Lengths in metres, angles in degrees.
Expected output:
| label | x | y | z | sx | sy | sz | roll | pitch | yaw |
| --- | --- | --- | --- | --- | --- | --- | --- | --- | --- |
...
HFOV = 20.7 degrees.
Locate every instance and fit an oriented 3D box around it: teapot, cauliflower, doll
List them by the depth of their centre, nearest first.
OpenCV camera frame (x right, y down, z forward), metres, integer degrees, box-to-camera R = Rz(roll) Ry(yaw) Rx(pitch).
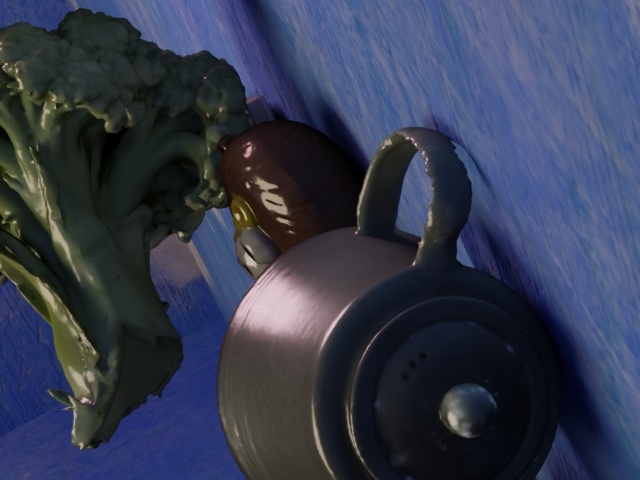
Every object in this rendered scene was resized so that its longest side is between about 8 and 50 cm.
| label | x | y | z | sx | sy | sz | roll | pitch | yaw |
| --- | --- | --- | --- | --- | --- | --- | --- | --- | --- |
| teapot | 0.045 | 0.065 | 0.850 | 0.149 | 0.162 | 0.239 | -175 | 86 | -72 |
| doll | -0.001 | -0.003 | 1.124 | 0.188 | 0.096 | 0.145 | 43 | 170 | 40 |
| cauliflower | -0.157 | -0.035 | 1.255 | 0.281 | 0.260 | 0.327 | 45 | -179 | 12 |

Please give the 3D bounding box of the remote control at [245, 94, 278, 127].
| label | x | y | z | sx | sy | sz | roll | pitch | yaw |
| --- | --- | --- | --- | --- | --- | --- | --- | --- | --- |
| remote control | -0.058 | -0.064 | 1.457 | 0.103 | 0.055 | 0.277 | 63 | 175 | -6 |
